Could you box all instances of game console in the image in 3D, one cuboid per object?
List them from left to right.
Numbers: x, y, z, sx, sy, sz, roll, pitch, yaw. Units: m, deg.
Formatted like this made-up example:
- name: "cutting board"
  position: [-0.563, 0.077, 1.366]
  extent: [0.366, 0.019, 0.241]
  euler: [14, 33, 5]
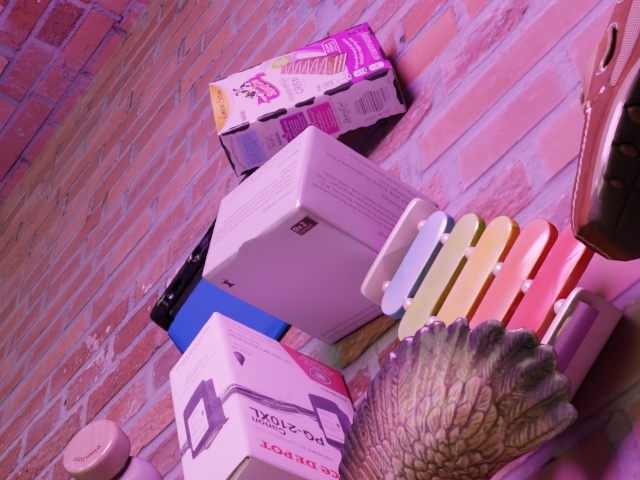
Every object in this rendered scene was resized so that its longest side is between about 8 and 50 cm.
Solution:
- name: "game console"
  position: [-0.080, 0.036, 1.462]
  extent: [0.293, 0.173, 0.250]
  euler: [-53, -4, 16]

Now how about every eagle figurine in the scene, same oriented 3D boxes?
- name: "eagle figurine"
  position: [0.076, 0.222, 0.768]
  extent: [0.225, 0.298, 0.226]
  euler: [-31, 55, -24]

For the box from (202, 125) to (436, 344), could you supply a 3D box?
- name: "box"
  position: [0.000, 0.000, 1.169]
  extent: [0.181, 0.182, 0.119]
  euler: [-35, 34, 43]

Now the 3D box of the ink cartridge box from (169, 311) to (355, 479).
- name: "ink cartridge box"
  position: [-0.046, 0.201, 1.063]
  extent: [0.100, 0.172, 0.237]
  euler: [-53, 27, 17]

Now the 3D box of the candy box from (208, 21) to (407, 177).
- name: "candy box"
  position: [-0.022, -0.186, 1.389]
  extent: [0.233, 0.071, 0.159]
  euler: [-22, 34, 3]

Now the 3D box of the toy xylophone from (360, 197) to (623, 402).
- name: "toy xylophone"
  position: [0.134, 0.086, 0.951]
  extent: [0.236, 0.081, 0.322]
  euler: [-64, 25, -3]

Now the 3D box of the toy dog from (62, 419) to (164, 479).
- name: "toy dog"
  position: [-0.259, 0.378, 1.256]
  extent: [0.161, 0.220, 0.334]
  euler: [-8, 60, 42]

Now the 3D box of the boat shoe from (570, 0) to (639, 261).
- name: "boat shoe"
  position: [0.277, -0.126, 0.876]
  extent: [0.120, 0.122, 0.324]
  euler: [-19, 40, 62]
